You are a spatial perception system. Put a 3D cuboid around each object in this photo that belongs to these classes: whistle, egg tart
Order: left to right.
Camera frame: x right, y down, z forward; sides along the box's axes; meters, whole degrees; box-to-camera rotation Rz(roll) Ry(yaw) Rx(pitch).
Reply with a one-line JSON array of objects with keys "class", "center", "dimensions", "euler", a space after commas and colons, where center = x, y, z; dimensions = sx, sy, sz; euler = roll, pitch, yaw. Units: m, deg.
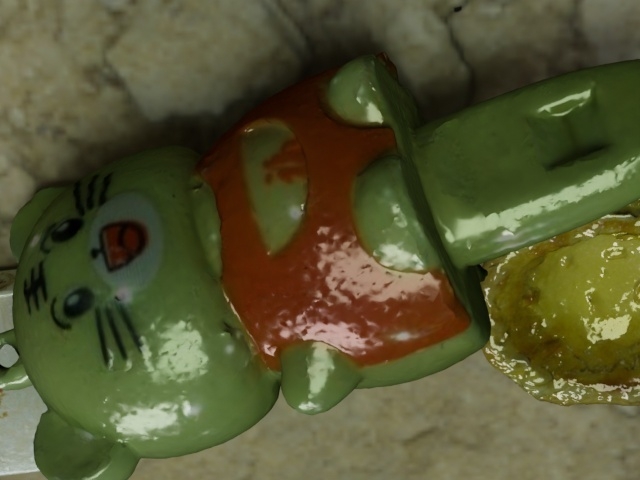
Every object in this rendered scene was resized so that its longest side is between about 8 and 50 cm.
[{"class": "whistle", "center": [0.000, 0.000, 0.670], "dimensions": [0.288, 0.131, 0.106], "euler": [-21, 146, 13]}, {"class": "egg tart", "center": [0.110, 0.018, 0.727], "dimensions": [0.105, 0.039, 0.105], "euler": [0, 120, 0]}]

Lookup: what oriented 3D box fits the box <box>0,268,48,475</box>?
[{"class": "box", "center": [-0.190, 0.062, 0.765], "dimensions": [0.167, 0.024, 0.090], "euler": [-7, 119, 6]}]
